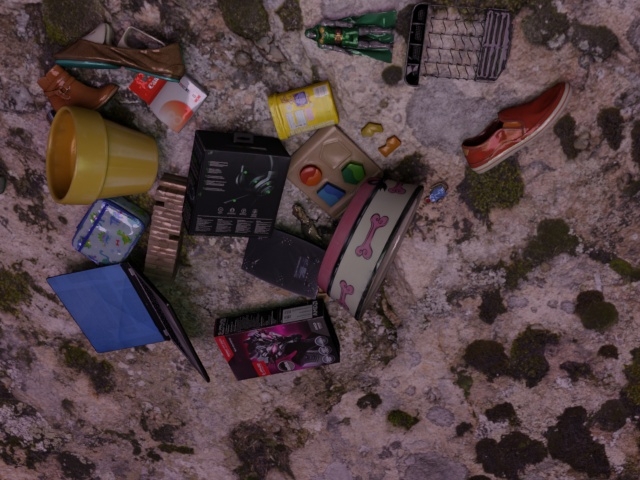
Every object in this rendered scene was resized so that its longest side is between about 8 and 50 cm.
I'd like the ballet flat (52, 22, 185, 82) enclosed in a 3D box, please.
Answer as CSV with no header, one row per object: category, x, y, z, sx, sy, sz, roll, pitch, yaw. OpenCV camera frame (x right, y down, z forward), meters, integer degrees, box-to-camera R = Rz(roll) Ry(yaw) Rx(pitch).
ballet flat,-0.517,-0.494,1.646,0.342,0.116,0.124,9,99,4

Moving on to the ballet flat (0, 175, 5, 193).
ballet flat,-1.035,-0.188,1.867,0.213,0.072,0.068,13,91,-5

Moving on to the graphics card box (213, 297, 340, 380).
graphics card box,-0.138,0.328,2.073,0.370,0.094,0.233,-12,128,8

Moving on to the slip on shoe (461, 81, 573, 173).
slip on shoe,0.521,-0.312,1.698,0.331,0.123,0.101,-37,108,25

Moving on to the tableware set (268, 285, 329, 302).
tableware set,-0.051,0.153,2.002,0.194,0.039,0.128,26,117,-23

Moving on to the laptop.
laptop,-0.587,0.277,1.956,0.236,0.408,0.382,-35,136,-21

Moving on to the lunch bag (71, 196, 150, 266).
lunch bag,-0.637,-0.029,1.917,0.176,0.090,0.219,35,114,-13

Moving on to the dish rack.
dish rack,0.354,-0.498,1.622,0.271,0.074,0.209,4,120,0

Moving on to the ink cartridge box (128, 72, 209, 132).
ink cartridge box,-0.415,-0.403,1.725,0.179,0.045,0.145,37,114,-19

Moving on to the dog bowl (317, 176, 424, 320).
dog bowl,0.130,0.007,1.744,0.150,0.408,0.408,27,119,10

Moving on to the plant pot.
plant pot,-0.580,-0.218,1.708,0.238,0.254,0.254,2,127,-41

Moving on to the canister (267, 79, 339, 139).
canister,-0.044,-0.354,1.719,0.169,0.073,0.126,-13,117,8

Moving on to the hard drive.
hard drive,-0.102,0.057,1.906,0.254,0.054,0.172,21,109,14

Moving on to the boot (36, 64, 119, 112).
boot,-0.658,-0.413,1.715,0.197,0.073,0.152,-29,110,14

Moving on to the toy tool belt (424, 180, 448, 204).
toy tool belt,0.336,-0.131,1.838,0.052,0.051,0.083,41,113,-18

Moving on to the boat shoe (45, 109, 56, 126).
boat shoe,-0.721,-0.280,1.792,0.066,0.066,0.183,-23,116,16

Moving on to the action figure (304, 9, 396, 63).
action figure,0.074,-0.524,1.630,0.232,0.064,0.137,4,122,4

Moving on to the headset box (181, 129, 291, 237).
headset box,-0.236,-0.160,1.756,0.246,0.131,0.283,1,123,-24

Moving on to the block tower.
block tower,-0.460,-0.029,1.907,0.097,0.091,0.336,13,118,-4

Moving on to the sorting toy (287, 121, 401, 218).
sorting toy,0.066,-0.223,1.804,0.229,0.041,0.307,41,113,-19

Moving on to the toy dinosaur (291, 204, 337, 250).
toy dinosaur,0.000,0.000,1.913,0.118,0.064,0.268,-7,114,27
